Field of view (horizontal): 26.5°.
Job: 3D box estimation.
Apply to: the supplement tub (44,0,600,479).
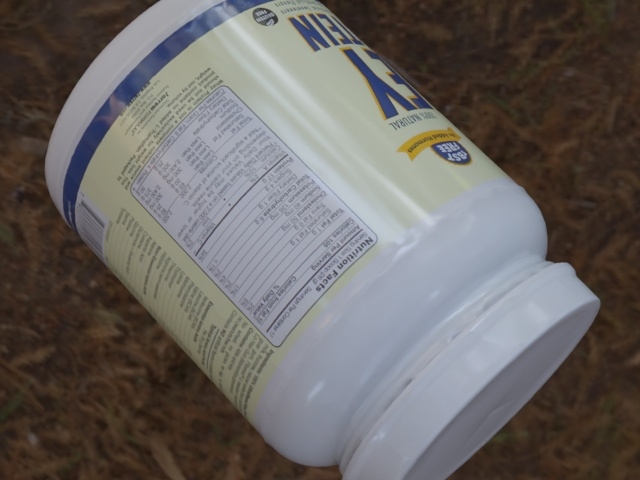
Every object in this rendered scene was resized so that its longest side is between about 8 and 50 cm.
[{"bbox_3d":[0.000,0.000,0.911,0.235,0.325,0.235,-40,162,-16],"label":"supplement tub"}]
